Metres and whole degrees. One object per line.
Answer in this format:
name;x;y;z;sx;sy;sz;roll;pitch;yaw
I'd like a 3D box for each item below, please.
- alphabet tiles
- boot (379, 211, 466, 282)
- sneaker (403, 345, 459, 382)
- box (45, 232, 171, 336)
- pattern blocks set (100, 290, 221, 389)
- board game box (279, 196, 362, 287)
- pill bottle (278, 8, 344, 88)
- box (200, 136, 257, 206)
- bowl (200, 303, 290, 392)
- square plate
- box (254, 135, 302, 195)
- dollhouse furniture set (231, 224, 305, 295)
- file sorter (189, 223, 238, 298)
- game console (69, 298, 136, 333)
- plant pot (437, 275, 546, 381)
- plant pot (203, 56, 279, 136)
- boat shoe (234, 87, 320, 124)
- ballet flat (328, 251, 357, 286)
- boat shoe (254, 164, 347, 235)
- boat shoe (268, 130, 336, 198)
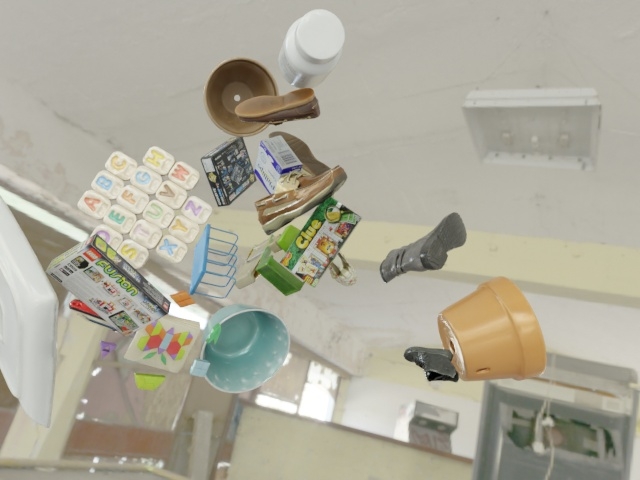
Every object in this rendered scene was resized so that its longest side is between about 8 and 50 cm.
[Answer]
alphabet tiles;-0.421;-0.081;1.227;0.277;0.284;0.021;32;-10;-6
boot;0.343;0.018;1.714;0.222;0.338;0.118;-20;-82;43
sneaker;0.287;0.330;1.335;0.170;0.089;0.051;-8;-53;36
box;-0.399;0.092;0.969;0.114;0.036;0.207;-28;-57;13
pattern blocks set;-0.425;0.272;1.374;0.324;0.286;0.026;11;8;-38
board game box;0.000;0.000;1.546;0.136;0.260;0.030;35;5;13
pill bottle;-0.020;-0.434;1.153;0.131;0.131;0.229;19;1;-12
box;-0.308;-0.241;1.736;0.051;0.220;0.175;-4;-62;24
bowl;-0.275;0.340;1.721;0.311;0.312;0.163;29;2;-34
square plate;-0.567;0.120;0.921;0.049;0.348;0.344;-15;48;-44
box;-0.126;-0.212;1.484;0.072;0.126;0.137;-21;-28;-29
dollhouse furniture set;-0.165;0.094;1.841;0.151;0.198;0.301;40;-35;-18
file sorter;-0.299;0.064;1.443;0.104;0.171;0.118;16;-45;-23
game console;-0.613;0.284;1.633;0.341;0.060;0.386;19;-20;-13
plant pot;0.460;0.267;1.420;0.203;0.291;0.291;-16;-21;-4
plant pot;-0.256;-0.451;1.601;0.237;0.238;0.109;24;5;-24
boat shoe;-0.103;-0.310;1.226;0.206;0.073;0.073;-3;-36;17
ballet flat;0.069;0.097;1.860;0.241;0.091;0.077;49;-5;-30
boat shoe;-0.073;-0.124;1.375;0.323;0.122;0.120;-29;-85;38
boat shoe;-0.063;-0.237;1.638;0.302;0.109;0.098;41;-43;15
